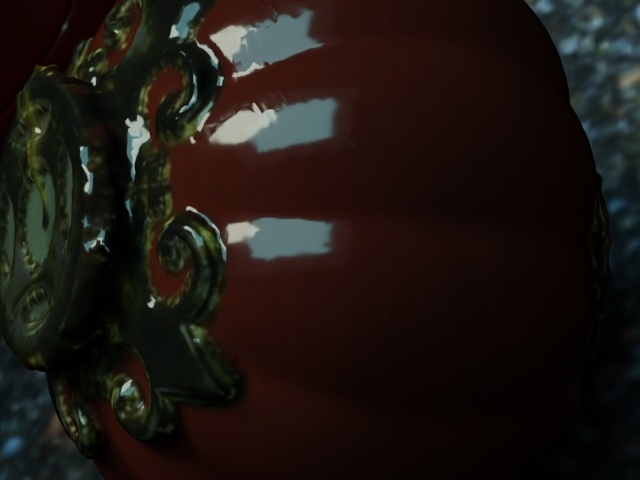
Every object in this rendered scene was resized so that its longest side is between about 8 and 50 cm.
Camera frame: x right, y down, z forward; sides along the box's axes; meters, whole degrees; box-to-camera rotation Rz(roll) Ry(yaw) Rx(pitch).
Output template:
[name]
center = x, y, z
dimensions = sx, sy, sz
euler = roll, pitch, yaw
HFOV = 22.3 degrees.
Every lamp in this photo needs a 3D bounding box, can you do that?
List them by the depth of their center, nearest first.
[lamp]
center = 0.000, 0.000, 0.553
dimensions = 0.227, 0.227, 0.227
euler = -18, 46, 20

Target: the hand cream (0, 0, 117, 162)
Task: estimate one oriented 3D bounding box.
[hand cream]
center = -0.203, -0.082, 0.797
dimensions = 0.230, 0.149, 0.230
euler = -19, 47, 22
